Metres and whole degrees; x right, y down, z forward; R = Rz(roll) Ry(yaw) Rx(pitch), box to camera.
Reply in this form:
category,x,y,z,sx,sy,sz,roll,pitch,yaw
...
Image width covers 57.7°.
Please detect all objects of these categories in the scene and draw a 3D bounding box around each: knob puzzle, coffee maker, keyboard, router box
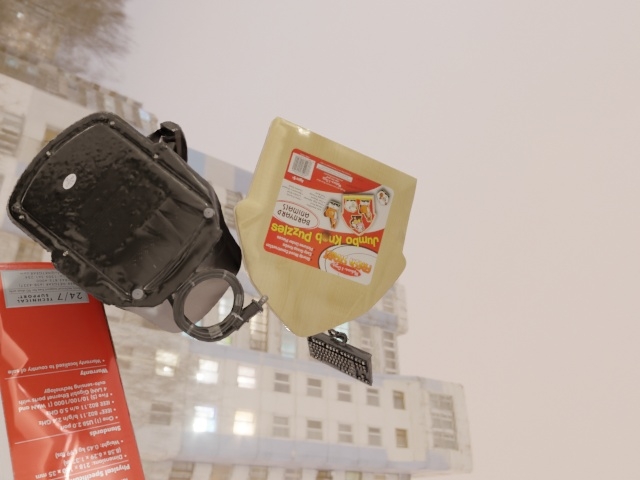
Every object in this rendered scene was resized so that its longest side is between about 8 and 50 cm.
category,x,y,z,sx,sy,sz,roll,pitch,yaw
knob puzzle,0.000,0.000,0.583,0.030,0.213,0.213,-4,-109,64
coffee maker,-0.120,0.016,0.439,0.171,0.120,0.178,60,-8,12
keyboard,0.036,0.236,1.234,0.180,0.023,0.108,16,-61,42
router box,-0.250,0.230,0.466,0.335,0.082,0.301,-43,-121,37
